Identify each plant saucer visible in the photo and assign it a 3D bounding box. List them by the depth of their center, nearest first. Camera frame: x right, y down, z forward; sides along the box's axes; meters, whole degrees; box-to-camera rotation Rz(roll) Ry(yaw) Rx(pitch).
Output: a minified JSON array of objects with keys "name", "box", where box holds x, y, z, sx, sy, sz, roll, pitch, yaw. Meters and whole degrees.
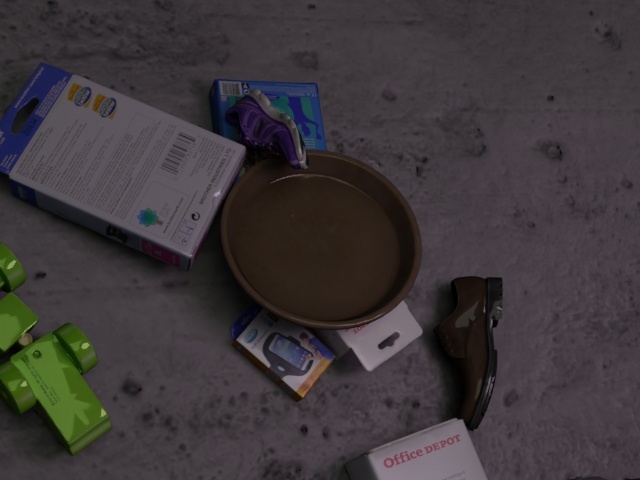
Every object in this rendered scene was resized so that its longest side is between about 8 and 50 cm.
[{"name":"plant saucer","box":[0.000,0.000,1.401,0.277,0.041,0.278,6,60,-10]}]

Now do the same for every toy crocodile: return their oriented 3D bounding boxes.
[{"name":"toy crocodile","box":[-0.381,0.113,1.266,0.115,0.105,0.340,-40,90,-29]}]

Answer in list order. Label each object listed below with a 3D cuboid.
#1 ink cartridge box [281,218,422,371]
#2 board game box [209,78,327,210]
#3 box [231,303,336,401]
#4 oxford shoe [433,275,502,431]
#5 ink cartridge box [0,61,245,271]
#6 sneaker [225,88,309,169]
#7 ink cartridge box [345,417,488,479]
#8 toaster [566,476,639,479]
[{"name":"ink cartridge box","box":[0.037,0.085,1.440,0.115,0.067,0.198,-31,80,-28]},{"name":"board game box","box":[-0.071,-0.130,1.501,0.160,0.047,0.210,0,68,-20]},{"name":"box","box":[-0.055,0.144,1.404,0.136,0.028,0.081,42,61,-2]},{"name":"oxford shoe","box":[0.205,0.159,1.474,0.096,0.083,0.227,6,64,2]},{"name":"ink cartridge box","box":[-0.278,-0.103,1.388,0.311,0.065,0.186,24,63,0]},{"name":"sneaker","box":[-0.074,-0.141,1.423,0.071,0.068,0.170,-33,46,-14]},{"name":"ink cartridge box","box":[0.146,0.359,1.350,0.154,0.093,0.212,-15,76,-25]},{"name":"toaster","box":[0.412,0.397,1.413,0.227,0.129,0.147,2,72,-22]}]
